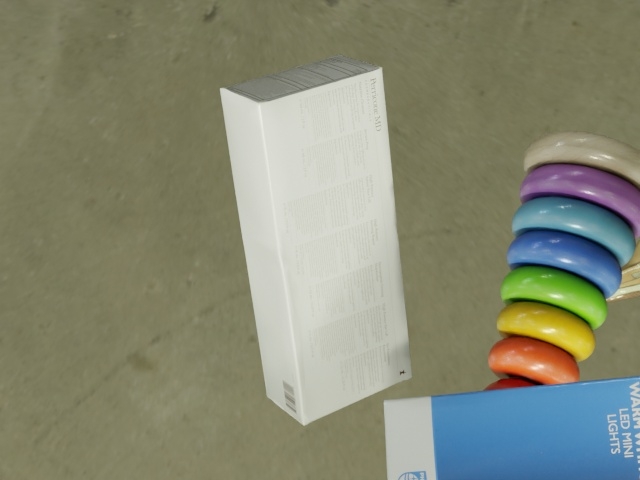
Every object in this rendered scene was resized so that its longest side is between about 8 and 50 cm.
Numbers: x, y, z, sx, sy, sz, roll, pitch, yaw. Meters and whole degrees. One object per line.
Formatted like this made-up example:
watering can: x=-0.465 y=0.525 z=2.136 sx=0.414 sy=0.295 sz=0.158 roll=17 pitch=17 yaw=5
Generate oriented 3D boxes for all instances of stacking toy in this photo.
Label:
stacking toy: x=0.228 y=0.065 z=1.211 sx=0.141 sy=0.141 sz=0.330 roll=22 pitch=72 yaw=-7

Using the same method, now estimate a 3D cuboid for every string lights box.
string lights box: x=0.186 y=0.140 z=0.834 sx=0.259 sy=0.133 sz=0.077 roll=-8 pitch=72 yaw=17

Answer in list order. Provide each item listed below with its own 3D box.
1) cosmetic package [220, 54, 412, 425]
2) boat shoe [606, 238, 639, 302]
cosmetic package: x=0.000 y=0.000 z=0.868 sx=0.099 sy=0.060 sz=0.239 roll=-18 pitch=116 yaw=-26
boat shoe: x=0.406 y=0.022 z=1.527 sx=0.190 sy=0.068 sz=0.072 roll=-19 pitch=95 yaw=-7
